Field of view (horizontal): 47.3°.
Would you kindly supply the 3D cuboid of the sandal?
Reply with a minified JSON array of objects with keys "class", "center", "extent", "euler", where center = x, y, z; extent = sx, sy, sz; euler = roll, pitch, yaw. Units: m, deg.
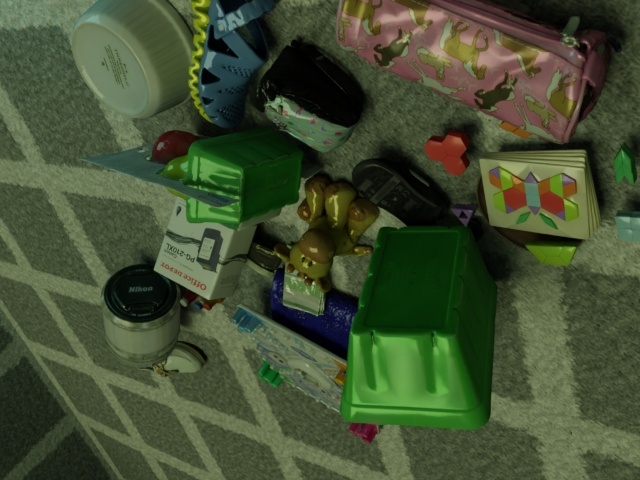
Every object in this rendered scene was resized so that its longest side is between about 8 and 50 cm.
[{"class":"sandal","center":[-0.155,-0.337,1.312],"extent":[0.138,0.126,0.317],"euler":[20,134,17]}]

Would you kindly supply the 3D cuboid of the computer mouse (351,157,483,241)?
[{"class":"computer mouse","center":[0.162,-0.054,1.372],"extent":[0.262,0.060,0.184],"euler":[32,140,-5]}]

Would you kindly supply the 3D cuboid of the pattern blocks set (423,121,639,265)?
[{"class":"pattern blocks set","center":[0.338,-0.075,1.150],"extent":[0.325,0.026,0.285],"euler":[-6,123,45]}]

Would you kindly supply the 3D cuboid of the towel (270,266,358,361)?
[{"class":"towel","center":[0.014,0.209,1.752],"extent":[0.308,0.076,0.227],"euler":[23,140,25]}]

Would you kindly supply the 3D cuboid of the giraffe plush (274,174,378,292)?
[{"class":"giraffe plush","center":[0.000,0.000,1.475],"extent":[0.181,0.170,0.210],"euler":[21,139,26]}]

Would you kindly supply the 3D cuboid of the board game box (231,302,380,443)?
[{"class":"board game box","center":[-0.034,0.352,1.885],"extent":[0.390,0.050,0.390],"euler":[25,153,24]}]

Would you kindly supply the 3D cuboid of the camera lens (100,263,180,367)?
[{"class":"camera lens","center":[-0.520,0.219,2.132],"extent":[0.219,0.219,0.274],"euler":[32,143,14]}]

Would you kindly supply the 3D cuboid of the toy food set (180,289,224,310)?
[{"class":"toy food set","center":[-0.350,0.110,1.962],"extent":[0.232,0.104,0.111],"euler":[33,143,13]}]

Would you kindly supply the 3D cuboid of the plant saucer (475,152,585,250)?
[{"class":"plant saucer","center":[0.353,-0.066,1.197],"extent":[0.199,0.036,0.198],"euler":[25,141,22]}]

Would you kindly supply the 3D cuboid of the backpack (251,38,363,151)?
[{"class":"backpack","center":[-0.016,-0.244,1.287],"extent":[0.182,0.152,0.115],"euler":[31,149,-5]}]

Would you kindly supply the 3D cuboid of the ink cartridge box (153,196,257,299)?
[{"class":"ink cartridge box","center":[-0.255,-0.006,1.664],"extent":[0.172,0.100,0.237],"euler":[25,102,23]}]

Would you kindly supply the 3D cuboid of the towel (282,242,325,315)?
[{"class":"towel","center":[-0.038,0.091,1.673],"extent":[0.113,0.023,0.152],"euler":[13,110,27]}]

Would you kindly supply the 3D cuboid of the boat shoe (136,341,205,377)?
[{"class":"boat shoe","center":[-0.498,0.397,2.388],"extent":[0.302,0.103,0.113],"euler":[-2,126,43]}]

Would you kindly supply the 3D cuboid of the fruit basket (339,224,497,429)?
[{"class":"fruit basket","center":[0.168,0.200,1.308],"extent":[0.283,0.392,0.392],"euler":[-1,129,17]}]

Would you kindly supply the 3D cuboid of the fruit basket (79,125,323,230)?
[{"class":"fruit basket","center":[-0.225,-0.136,1.426],"extent":[0.353,0.327,0.165],"euler":[12,112,31]}]

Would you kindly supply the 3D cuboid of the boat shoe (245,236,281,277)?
[{"class":"boat shoe","center":[-0.182,0.001,1.734],"extent":[0.228,0.068,0.081],"euler":[35,-172,23]}]

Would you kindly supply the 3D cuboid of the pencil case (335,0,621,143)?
[{"class":"pencil case","center":[0.204,-0.276,1.023],"extent":[0.386,0.160,0.167],"euler":[28,122,20]}]

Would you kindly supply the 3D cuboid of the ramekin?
[{"class":"ramekin","center":[-0.386,-0.373,1.494],"extent":[0.273,0.127,0.273],"euler":[25,140,23]}]
